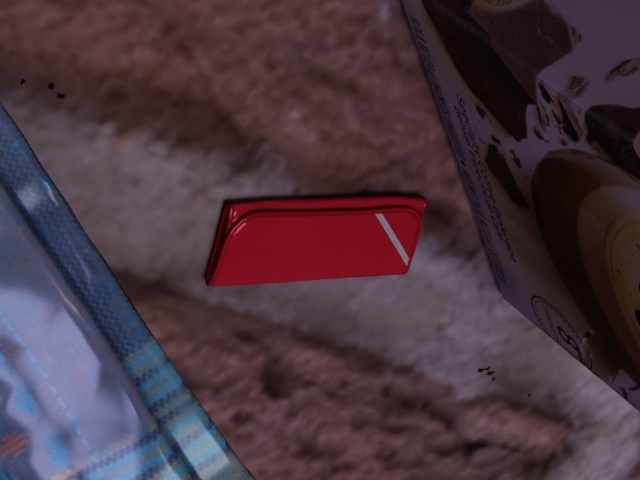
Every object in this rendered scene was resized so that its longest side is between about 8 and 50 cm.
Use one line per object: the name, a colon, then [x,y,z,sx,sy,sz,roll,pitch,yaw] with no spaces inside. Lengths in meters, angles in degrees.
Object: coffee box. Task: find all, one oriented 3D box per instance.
coffee box: [0.168,0.007,0.590,0.119,0.297,0.168,-36,134,-13]

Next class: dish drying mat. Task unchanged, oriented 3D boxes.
dish drying mat: [0.000,0.000,0.664,0.083,0.008,0.032,-3,122,-36]

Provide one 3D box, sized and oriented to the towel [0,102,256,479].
towel: [-0.225,0.060,0.428,0.370,0.040,0.271,-35,105,-13]
